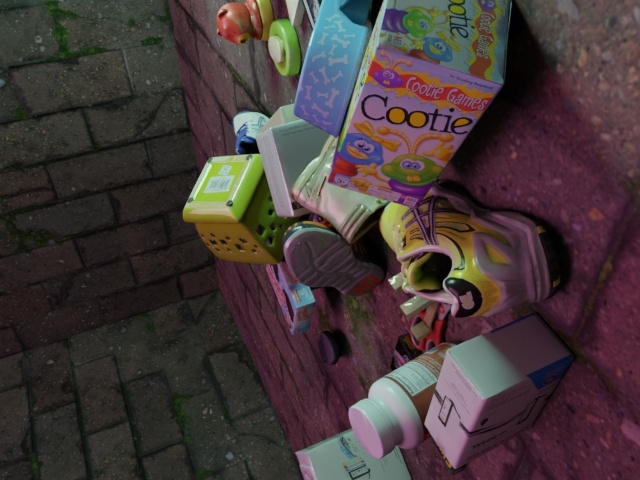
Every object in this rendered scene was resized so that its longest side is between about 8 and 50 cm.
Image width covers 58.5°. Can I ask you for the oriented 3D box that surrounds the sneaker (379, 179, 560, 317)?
[{"bbox_3d":[0.164,0.003,0.837,0.385,0.147,0.145,-152,46,-69],"label":"sneaker"}]

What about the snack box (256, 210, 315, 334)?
[{"bbox_3d":[-0.105,0.081,1.596,0.187,0.060,0.322,100,149,-58],"label":"snack box"}]

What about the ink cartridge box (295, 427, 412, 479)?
[{"bbox_3d":[0.079,0.586,1.485,0.171,0.233,0.168,120,131,-67],"label":"ink cartridge box"}]

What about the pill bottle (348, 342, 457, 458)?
[{"bbox_3d":[0.160,0.269,0.958,0.121,0.216,0.121,44,147,39],"label":"pill bottle"}]

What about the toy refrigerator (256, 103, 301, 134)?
[{"bbox_3d":[-0.070,-0.250,1.374,0.269,0.102,0.094,172,81,-71],"label":"toy refrigerator"}]

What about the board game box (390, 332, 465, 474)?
[{"bbox_3d":[0.222,0.328,1.160,0.136,0.030,0.259,98,150,-49],"label":"board game box"}]

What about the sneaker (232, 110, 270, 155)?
[{"bbox_3d":[-0.185,-0.282,1.598,0.112,0.131,0.296,-53,52,20],"label":"sneaker"}]

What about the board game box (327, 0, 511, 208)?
[{"bbox_3d":[0.114,-0.181,0.739,0.275,0.142,0.144,113,172,-63],"label":"board game box"}]

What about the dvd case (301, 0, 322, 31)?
[{"bbox_3d":[0.017,-0.454,1.064,0.164,0.018,0.221,71,161,2],"label":"dvd case"}]

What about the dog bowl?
[{"bbox_3d":[0.024,-0.289,0.855,0.166,0.074,0.297,109,175,-54],"label":"dog bowl"}]

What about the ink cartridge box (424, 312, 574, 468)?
[{"bbox_3d":[0.241,0.213,0.799,0.086,0.148,0.203,55,156,39],"label":"ink cartridge box"}]

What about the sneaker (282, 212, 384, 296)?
[{"bbox_3d":[0.000,0.000,1.166,0.321,0.124,0.180,36,-158,-56],"label":"sneaker"}]

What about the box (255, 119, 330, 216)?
[{"bbox_3d":[-0.015,-0.155,1.164,0.119,0.181,0.182,8,114,68],"label":"box"}]

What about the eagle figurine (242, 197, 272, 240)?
[{"bbox_3d":[-0.209,-0.150,1.822,0.226,0.225,0.298,25,106,13],"label":"eagle figurine"}]

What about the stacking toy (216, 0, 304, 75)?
[{"bbox_3d":[-0.150,-0.530,1.309,0.309,0.130,0.279,105,144,-59],"label":"stacking toy"}]

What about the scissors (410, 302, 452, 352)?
[{"bbox_3d":[0.208,0.123,1.020,0.297,0.021,0.109,91,155,-46],"label":"scissors"}]

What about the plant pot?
[{"bbox_3d":[-0.199,-0.089,1.450,0.228,0.227,0.207,3,151,36],"label":"plant pot"}]

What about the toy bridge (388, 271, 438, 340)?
[{"bbox_3d":[0.168,0.106,0.978,0.026,0.063,0.188,55,176,42],"label":"toy bridge"}]

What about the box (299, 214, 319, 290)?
[{"bbox_3d":[-0.032,0.028,1.556,0.147,0.077,0.180,-160,55,-69],"label":"box"}]

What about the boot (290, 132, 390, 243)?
[{"bbox_3d":[0.068,-0.116,1.038,0.165,0.213,0.077,40,-177,23],"label":"boot"}]

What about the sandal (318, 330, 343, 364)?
[{"bbox_3d":[0.032,0.313,1.690,0.254,0.054,0.097,120,138,-79],"label":"sandal"}]
